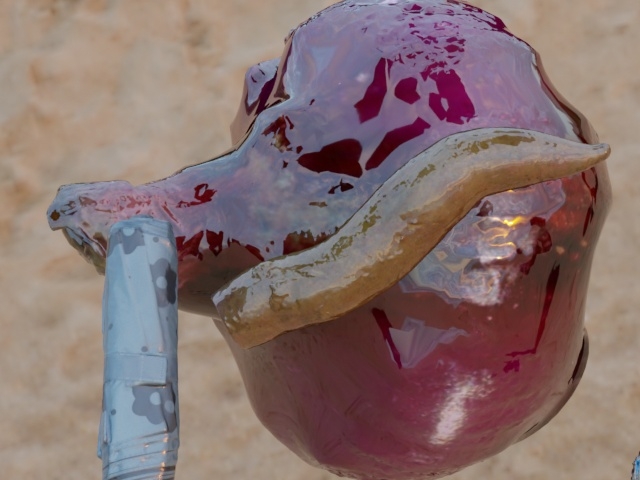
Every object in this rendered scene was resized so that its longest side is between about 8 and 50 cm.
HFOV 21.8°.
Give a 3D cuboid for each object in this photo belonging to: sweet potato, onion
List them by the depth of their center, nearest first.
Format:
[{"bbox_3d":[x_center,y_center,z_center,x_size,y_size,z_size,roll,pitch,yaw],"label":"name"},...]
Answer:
[{"bbox_3d":[0.055,-0.013,1.112,0.281,0.067,0.059,-34,-24,11],"label":"sweet potato"},{"bbox_3d":[0.000,0.000,1.298,0.420,0.399,0.398,-1,13,-34],"label":"onion"}]

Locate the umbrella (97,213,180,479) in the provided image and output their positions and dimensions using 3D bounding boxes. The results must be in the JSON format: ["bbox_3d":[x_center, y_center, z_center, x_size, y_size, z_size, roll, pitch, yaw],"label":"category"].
[{"bbox_3d":[-0.117,0.107,1.075,0.052,0.251,0.053,-1,-14,-1],"label":"umbrella"}]

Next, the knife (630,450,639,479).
[{"bbox_3d":[0.401,0.173,1.216,0.365,0.043,0.089,-4,44,-7],"label":"knife"}]
